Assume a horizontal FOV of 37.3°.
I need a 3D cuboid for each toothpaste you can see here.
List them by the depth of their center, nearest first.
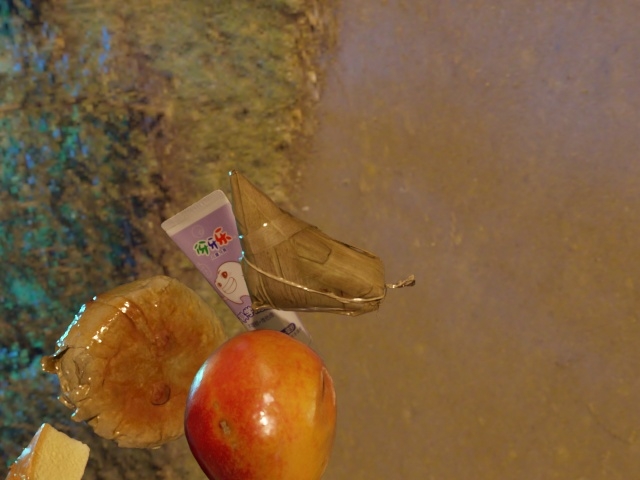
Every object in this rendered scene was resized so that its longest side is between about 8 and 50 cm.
[{"bbox_3d":[-0.120,0.088,1.636,0.371,0.125,0.080,57,-164,-16],"label":"toothpaste"}]

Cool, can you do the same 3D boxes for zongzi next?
[{"bbox_3d":[0.000,0.000,1.017,0.081,0.189,0.178,-71,-22,-52],"label":"zongzi"}]

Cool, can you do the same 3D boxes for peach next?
[{"bbox_3d":[-0.035,0.108,0.564,0.101,0.101,0.100,43,140,51],"label":"peach"}]

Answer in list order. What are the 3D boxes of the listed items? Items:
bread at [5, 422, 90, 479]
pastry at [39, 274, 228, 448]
[{"bbox_3d":[-0.356,0.300,1.213,0.109,0.084,0.080,-34,35,37],"label":"bread"},{"bbox_3d":[-0.314,0.223,1.700,0.136,0.330,0.329,7,109,53],"label":"pastry"}]
